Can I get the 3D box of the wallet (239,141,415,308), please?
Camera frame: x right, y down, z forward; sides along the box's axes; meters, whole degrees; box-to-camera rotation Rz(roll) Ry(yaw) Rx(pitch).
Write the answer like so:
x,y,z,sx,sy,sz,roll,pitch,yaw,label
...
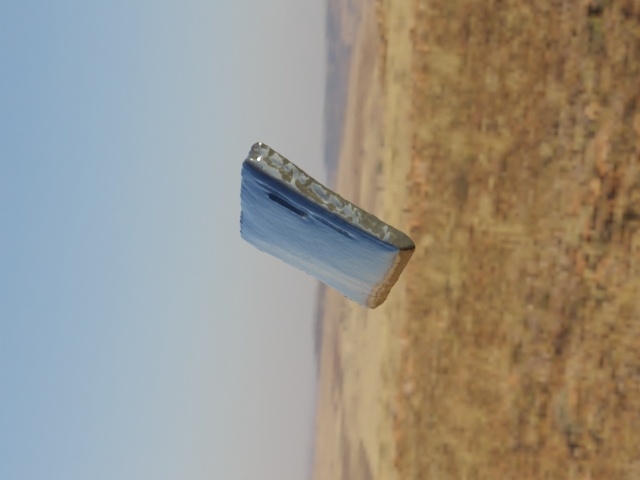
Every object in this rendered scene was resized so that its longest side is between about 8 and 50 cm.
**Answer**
x,y,z,sx,sy,sz,roll,pitch,yaw,label
0.000,0.001,0.906,0.025,0.124,0.244,-59,-3,-12,wallet
